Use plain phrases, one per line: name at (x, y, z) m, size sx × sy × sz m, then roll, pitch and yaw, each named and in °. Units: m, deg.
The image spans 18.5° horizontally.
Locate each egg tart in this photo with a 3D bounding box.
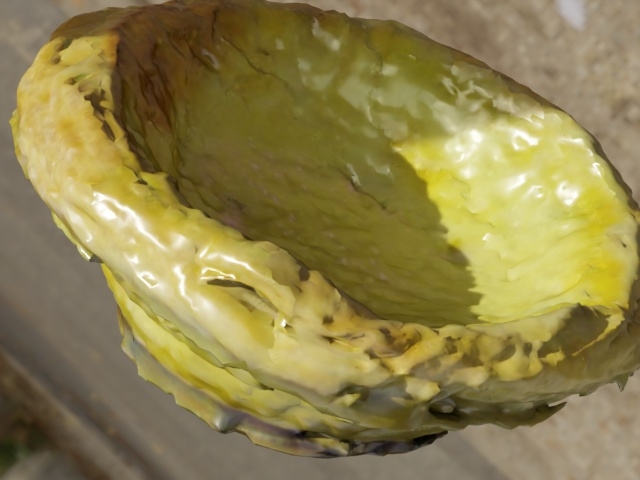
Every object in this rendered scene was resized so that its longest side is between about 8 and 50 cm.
egg tart at (0.000, 0.000, 0.842) m, size 0.294 × 0.294 × 0.123 m, roll 37°, pitch 124°, yaw 26°
